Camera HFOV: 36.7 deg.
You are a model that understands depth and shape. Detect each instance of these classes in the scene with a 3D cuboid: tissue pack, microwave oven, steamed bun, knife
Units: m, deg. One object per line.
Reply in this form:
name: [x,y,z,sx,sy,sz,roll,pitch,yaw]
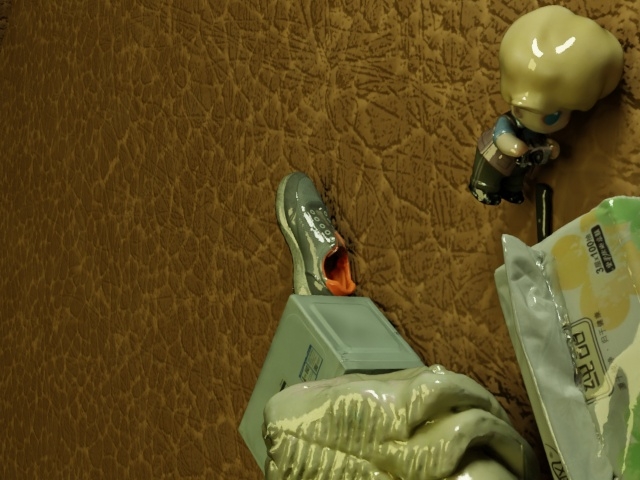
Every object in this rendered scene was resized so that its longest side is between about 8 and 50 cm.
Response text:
tissue pack: [0.230,0.095,0.782,0.159,0.145,0.229,-41,54,47]
microwave oven: [0.011,0.186,1.131,0.162,0.123,0.208,51,127,47]
steamed bun: [0.087,0.253,0.952,0.280,0.207,0.267,-14,87,29]
knife: [0.220,0.027,0.931,0.023,0.010,0.170,-16,74,62]

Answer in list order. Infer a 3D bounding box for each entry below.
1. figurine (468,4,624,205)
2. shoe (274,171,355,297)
figurine: [0.198,-0.117,0.890,0.108,0.114,0.196,53,133,46]
shoe: [0.000,-0.002,1.226,0.077,0.074,0.194,-24,68,41]
